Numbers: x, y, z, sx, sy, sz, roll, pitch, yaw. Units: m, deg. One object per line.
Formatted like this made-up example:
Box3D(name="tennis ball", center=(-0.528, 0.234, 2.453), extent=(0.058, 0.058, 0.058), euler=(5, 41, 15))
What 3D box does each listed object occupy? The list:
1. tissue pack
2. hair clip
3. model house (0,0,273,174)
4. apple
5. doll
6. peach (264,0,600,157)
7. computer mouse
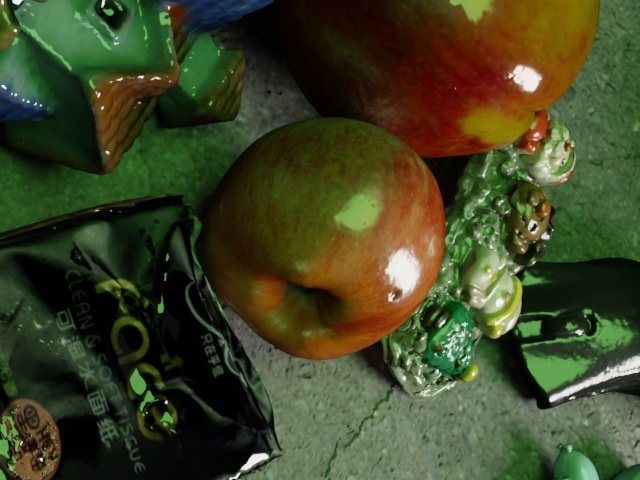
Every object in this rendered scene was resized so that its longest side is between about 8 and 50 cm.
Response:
Box3D(name="tissue pack", center=(-0.182, 0.102, 1.491), extent=(0.332, 0.123, 0.245), euler=(-16, 89, -54))
Box3D(name="hair clip", center=(0.161, -0.004, 1.793), extent=(0.138, 0.091, 0.321), euler=(55, 51, -48))
Box3D(name="model house", center=(-0.165, -0.186, 1.555), extent=(0.329, 0.251, 0.295), euler=(47, 53, -24))
Box3D(name="apple", center=(0.000, 0.000, 1.635), extent=(0.209, 0.209, 0.164), euler=(34, 47, -23))
Box3D(name="doll", center=(0.269, 0.262, 1.841), extent=(0.158, 0.059, 0.159), euler=(-11, 86, -36))
Box3D(name="peach", center=(0.081, -0.235, 1.698), extent=(0.332, 0.308, 0.308), euler=(50, 56, -13))
Box3D(name="computer mouse", center=(0.279, 0.081, 1.883), extent=(0.264, 0.088, 0.147), euler=(-5, 78, -32))
